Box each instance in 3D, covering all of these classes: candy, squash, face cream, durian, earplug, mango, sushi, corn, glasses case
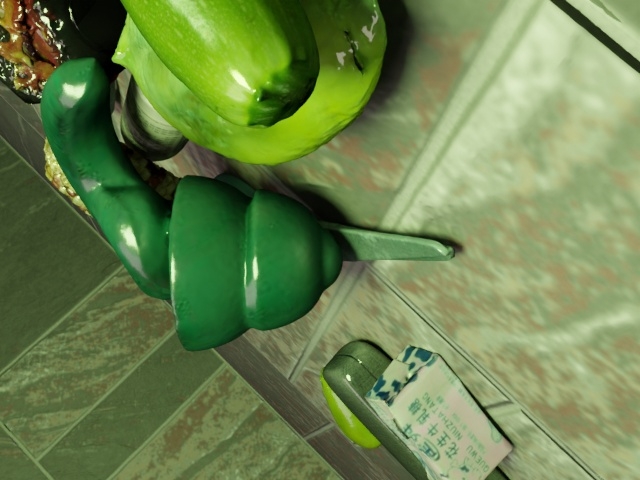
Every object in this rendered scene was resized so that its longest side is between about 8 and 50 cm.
[{"bbox_3d":[0.133,0.209,0.779,0.160,0.092,0.073,51,163,-11],"label":"candy"},{"bbox_3d":[-0.083,-0.164,0.377,0.293,0.082,0.082,59,169,26],"label":"squash"},{"bbox_3d":[-0.170,-0.136,0.725,0.082,0.082,0.269,49,162,-10],"label":"face cream"},{"bbox_3d":[-0.052,-0.120,0.466,0.250,0.101,0.139,25,152,38],"label":"durian"},{"bbox_3d":[-0.114,-0.024,0.630,0.280,0.258,0.164,6,-168,-3],"label":"earplug"},{"bbox_3d":[0.051,0.277,1.128,0.165,0.074,0.091,50,163,-11],"label":"mango"},{"bbox_3d":[-0.254,-0.214,0.653,0.150,0.153,0.172,10,121,33],"label":"sushi"},{"bbox_3d":[-0.179,-0.029,0.757,0.289,0.098,0.098,34,167,-24],"label":"corn"},{"bbox_3d":[0.136,0.272,0.929,0.323,0.074,0.131,46,161,0],"label":"glasses case"}]

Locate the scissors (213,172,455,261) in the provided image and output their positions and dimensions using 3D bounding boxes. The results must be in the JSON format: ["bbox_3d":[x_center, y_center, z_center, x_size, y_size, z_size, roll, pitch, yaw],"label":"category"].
[{"bbox_3d":[0.000,0.000,0.721,0.193,0.029,0.447,52,161,-19],"label":"scissors"}]

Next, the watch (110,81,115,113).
[{"bbox_3d":[-0.365,-0.258,0.921,0.206,0.068,0.193,35,156,20],"label":"watch"}]
